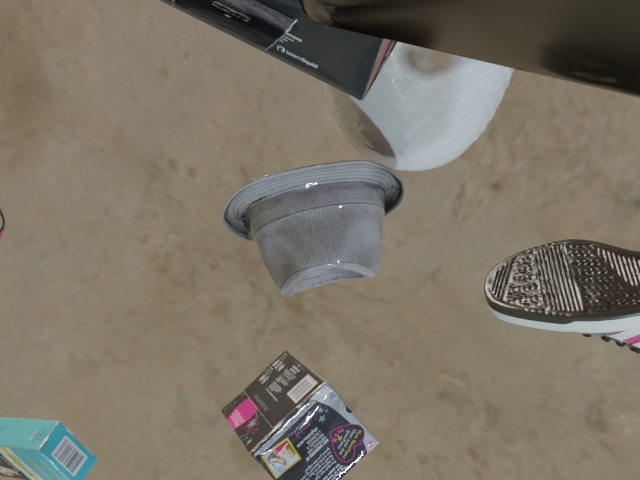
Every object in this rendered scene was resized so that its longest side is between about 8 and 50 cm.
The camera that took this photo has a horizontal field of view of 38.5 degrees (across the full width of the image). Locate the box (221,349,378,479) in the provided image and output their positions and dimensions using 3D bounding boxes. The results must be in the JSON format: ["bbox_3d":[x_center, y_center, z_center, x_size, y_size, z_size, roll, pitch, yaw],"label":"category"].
[{"bbox_3d":[-0.037,0.300,1.482,0.163,0.247,0.142,-42,105,-9],"label":"box"}]

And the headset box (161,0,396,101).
[{"bbox_3d":[-0.007,-0.258,0.687,0.218,0.110,0.293,26,59,3],"label":"headset box"}]

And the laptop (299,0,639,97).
[{"bbox_3d":[0.191,-0.197,0.331,0.408,0.382,0.236,15,88,8],"label":"laptop"}]

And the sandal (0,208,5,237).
[{"bbox_3d":[-0.488,-0.022,1.334,0.067,0.040,0.179,25,119,20],"label":"sandal"}]

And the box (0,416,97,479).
[{"bbox_3d":[-0.486,0.350,1.531,0.100,0.244,0.060,55,49,-27],"label":"box"}]

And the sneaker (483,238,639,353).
[{"bbox_3d":[0.320,0.088,0.900,0.295,0.178,0.124,-2,43,23],"label":"sneaker"}]

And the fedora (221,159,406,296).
[{"bbox_3d":[0.000,0.000,1.193,0.244,0.275,0.124,-10,78,-5],"label":"fedora"}]

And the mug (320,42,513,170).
[{"bbox_3d":[0.119,-0.300,1.229,0.276,0.328,0.374,-5,46,-5],"label":"mug"}]
